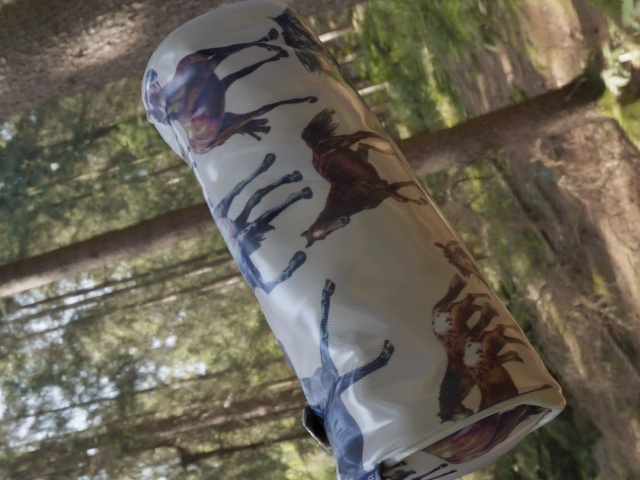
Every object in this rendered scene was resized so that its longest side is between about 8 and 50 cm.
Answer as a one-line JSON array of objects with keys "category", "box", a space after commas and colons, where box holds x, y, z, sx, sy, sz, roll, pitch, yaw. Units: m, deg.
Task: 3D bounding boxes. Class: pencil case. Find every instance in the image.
[{"category": "pencil case", "box": [0.000, 0.000, 0.609, 0.410, 0.184, 0.160, 60, -165, 23]}]
